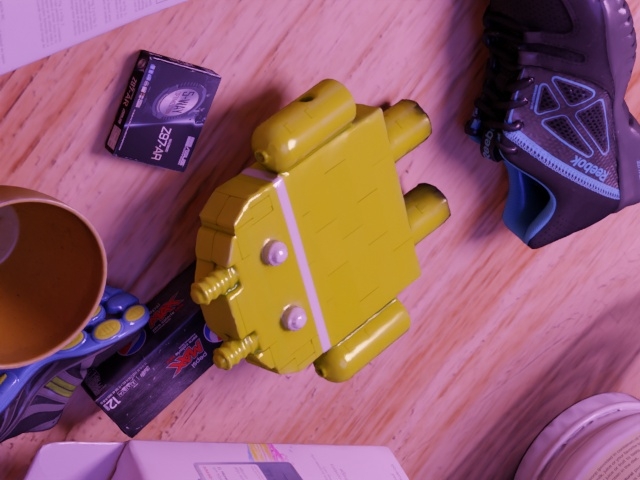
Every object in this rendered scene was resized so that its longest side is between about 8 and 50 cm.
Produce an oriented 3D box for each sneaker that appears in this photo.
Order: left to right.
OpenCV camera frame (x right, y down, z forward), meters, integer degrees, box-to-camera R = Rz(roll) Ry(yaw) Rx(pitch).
[{"bbox_3d":[-0.219,0.102,1.208,0.188,0.067,0.078,-37,150,-13],"label":"sneaker"},{"bbox_3d":[0.190,-0.134,1.300,0.139,0.125,0.341,-32,126,-9],"label":"sneaker"}]

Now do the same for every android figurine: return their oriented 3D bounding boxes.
[{"bbox_3d":[0.000,0.000,1.244,0.273,0.056,0.248,-36,125,-35],"label":"android figurine"}]

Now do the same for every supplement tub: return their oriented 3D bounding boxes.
[{"bbox_3d":[0.362,0.315,1.522,0.235,0.325,0.235,-15,122,-26],"label":"supplement tub"}]

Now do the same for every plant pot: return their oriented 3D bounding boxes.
[{"bbox_3d":[-0.236,0.013,1.117,0.134,0.095,0.134,-15,121,-26],"label":"plant pot"}]

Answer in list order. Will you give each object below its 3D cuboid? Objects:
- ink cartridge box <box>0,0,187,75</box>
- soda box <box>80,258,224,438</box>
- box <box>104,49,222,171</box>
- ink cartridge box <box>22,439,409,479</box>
[{"bbox_3d":[-0.164,-0.239,1.072,0.232,0.066,0.189,-33,131,-41],"label":"ink cartridge box"},{"bbox_3d":[-0.118,0.079,1.258,0.169,0.053,0.060,-42,131,-7],"label":"soda box"},{"bbox_3d":[-0.121,-0.099,1.182,0.067,0.018,0.083,13,106,-37],"label":"box"},{"bbox_3d":[-0.098,0.281,1.309,0.353,0.119,0.207,7,126,-35],"label":"ink cartridge box"}]
